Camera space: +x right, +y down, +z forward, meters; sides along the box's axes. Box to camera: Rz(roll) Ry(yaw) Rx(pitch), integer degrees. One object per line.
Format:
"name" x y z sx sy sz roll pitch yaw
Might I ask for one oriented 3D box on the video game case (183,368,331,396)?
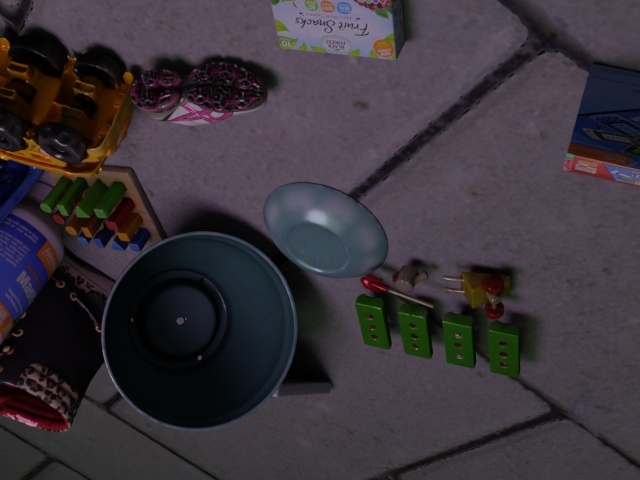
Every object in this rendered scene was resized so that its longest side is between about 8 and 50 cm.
"video game case" -0.111 0.246 1.529 0.193 0.023 0.212 5 175 25

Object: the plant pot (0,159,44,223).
"plant pot" -0.606 -0.123 1.321 0.212 0.236 0.236 7 140 31

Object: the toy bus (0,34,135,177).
"toy bus" -0.356 -0.155 1.218 0.220 0.150 0.211 15 154 11

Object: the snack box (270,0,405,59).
"snack box" 0.017 -0.253 0.955 0.141 0.037 0.100 10 141 20

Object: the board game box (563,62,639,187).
"board game box" 0.388 -0.091 0.840 0.281 0.145 0.027 15 141 15

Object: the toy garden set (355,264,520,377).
"toy garden set" 0.172 0.100 1.274 0.244 0.049 0.204 10 142 21

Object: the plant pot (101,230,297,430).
"plant pot" -0.205 0.131 1.372 0.293 0.293 0.196 40 168 -17

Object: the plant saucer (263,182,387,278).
"plant saucer" 0.000 0.000 1.264 0.194 0.037 0.195 15 141 13

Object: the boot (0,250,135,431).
"boot" -0.526 0.139 1.513 0.377 0.284 0.138 33 135 -15

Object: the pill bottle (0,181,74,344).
"pill bottle" -0.510 0.034 1.407 0.152 0.272 0.152 17 142 14

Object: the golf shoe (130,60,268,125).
"golf shoe" -0.145 -0.184 1.122 0.186 0.068 0.086 4 166 23

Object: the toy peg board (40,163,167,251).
"toy peg board" -0.354 -0.036 1.393 0.161 0.079 0.161 7 138 25
